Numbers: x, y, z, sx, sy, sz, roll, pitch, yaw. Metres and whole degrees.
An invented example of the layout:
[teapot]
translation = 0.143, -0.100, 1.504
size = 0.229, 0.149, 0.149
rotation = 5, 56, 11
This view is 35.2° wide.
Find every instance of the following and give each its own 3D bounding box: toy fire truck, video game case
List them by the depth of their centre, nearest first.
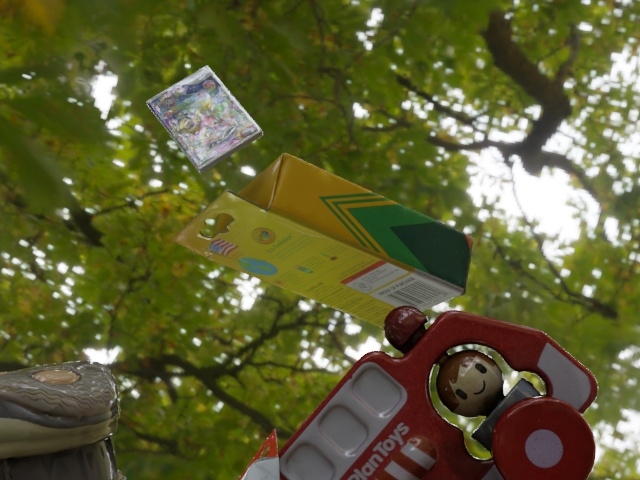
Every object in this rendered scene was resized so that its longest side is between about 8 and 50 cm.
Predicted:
[toy fire truck]
translation = 0.130, 0.205, 1.063
size = 0.302, 0.254, 0.169
rotation = -50, -9, 0
[video game case]
translation = -0.135, -0.142, 1.169
size = 0.087, 0.122, 0.011
rotation = -34, -27, -12

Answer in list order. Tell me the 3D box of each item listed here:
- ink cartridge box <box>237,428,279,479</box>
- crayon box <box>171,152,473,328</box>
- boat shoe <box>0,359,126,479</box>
[ink cartridge box]
translation = -0.094, 0.270, 0.987
size = 0.045, 0.179, 0.145
rotation = 31, -78, -15
[crayon box]
translation = 0.000, 0.000, 1.240
size = 0.318, 0.202, 0.081
rotation = 23, -116, -20
[boat shoe]
translation = -0.251, 0.152, 0.540
size = 0.132, 0.355, 0.130
rotation = 0, -102, -56
